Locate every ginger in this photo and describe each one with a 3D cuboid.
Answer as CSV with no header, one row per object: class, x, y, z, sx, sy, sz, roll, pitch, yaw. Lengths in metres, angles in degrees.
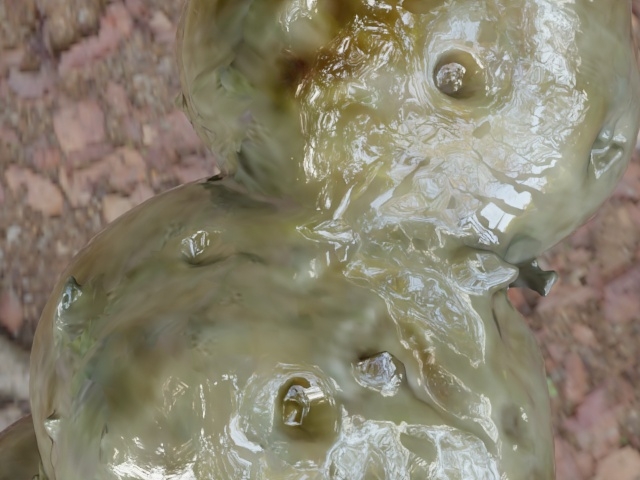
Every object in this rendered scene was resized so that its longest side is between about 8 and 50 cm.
ginger,0.000,0.000,0.623,0.176,0.256,0.375,23,90,-26
